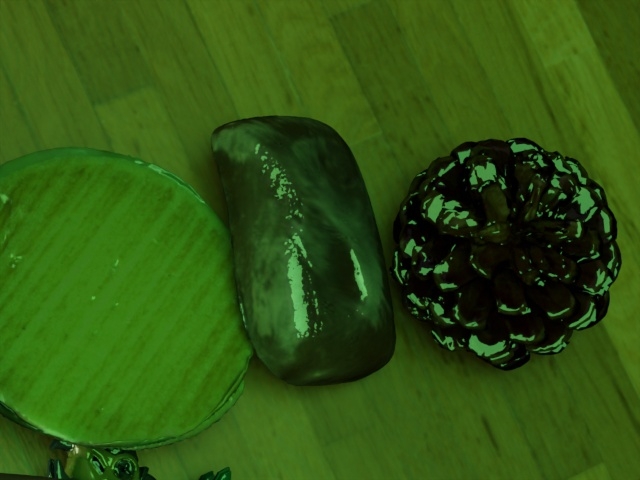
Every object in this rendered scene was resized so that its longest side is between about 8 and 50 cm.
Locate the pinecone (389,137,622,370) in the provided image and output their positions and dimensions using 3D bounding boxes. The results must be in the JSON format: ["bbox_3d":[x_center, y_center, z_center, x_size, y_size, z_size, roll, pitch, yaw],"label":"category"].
[{"bbox_3d":[0.169,0.012,1.678,0.221,0.221,0.221,3,77,-14],"label":"pinecone"}]

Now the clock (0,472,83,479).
[{"bbox_3d":[-0.238,0.369,1.440,0.368,0.250,0.376,4,89,22],"label":"clock"}]

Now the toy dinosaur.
[{"bbox_3d":[-0.156,0.281,1.590,0.153,0.094,0.259,0,82,-18],"label":"toy dinosaur"}]

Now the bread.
[{"bbox_3d":[-0.192,0.051,1.625,0.301,0.045,0.301,9,59,-16],"label":"bread"}]

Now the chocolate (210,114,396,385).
[{"bbox_3d":[0.000,0.000,1.667,0.157,0.080,0.254,-2,74,-43],"label":"chocolate"}]
